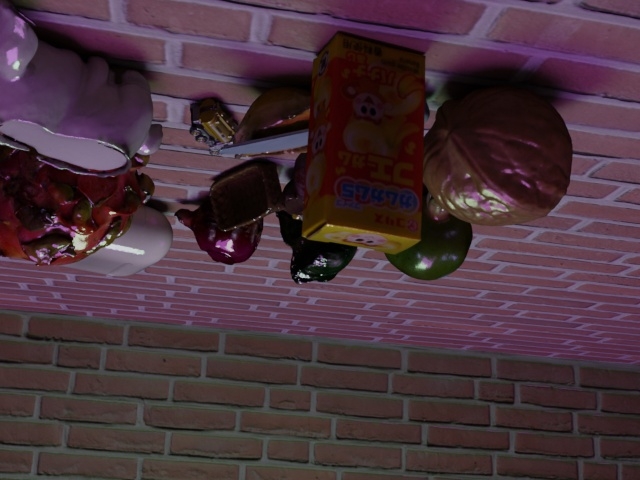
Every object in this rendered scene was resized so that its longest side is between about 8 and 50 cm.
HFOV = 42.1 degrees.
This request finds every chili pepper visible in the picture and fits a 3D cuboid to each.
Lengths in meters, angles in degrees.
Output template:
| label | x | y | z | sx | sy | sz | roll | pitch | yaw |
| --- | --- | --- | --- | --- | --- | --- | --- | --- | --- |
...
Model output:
| label | x | y | z | sx | sy | sz | roll | pitch | yaw |
| --- | --- | --- | --- | --- | --- | --- | --- | --- | --- |
| chili pepper | 0.001 | 0.008 | 1.694 | 0.148 | 0.116 | 0.264 | -10 | -157 | -10 |

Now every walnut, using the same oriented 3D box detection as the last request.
| label | x | y | z | sx | sy | sz | roll | pitch | yaw |
| --- | --- | --- | --- | --- | --- | --- | --- | --- | --- |
| walnut | 0.259 | -0.125 | 1.244 | 0.228 | 0.228 | 0.228 | 3 | 164 | 1 |

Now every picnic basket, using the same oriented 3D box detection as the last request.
| label | x | y | z | sx | sy | sz | roll | pitch | yaw |
| --- | --- | --- | --- | --- | --- | --- | --- | --- | --- |
| picnic basket | -0.143 | -0.085 | 1.633 | 0.055 | 0.110 | 0.193 | -12 | 177 | -42 |

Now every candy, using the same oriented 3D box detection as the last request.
| label | x | y | z | sx | sy | sz | roll | pitch | yaw |
| --- | --- | --- | --- | --- | --- | --- | --- | --- | --- |
| candy | 0.061 | -0.130 | 1.133 | 0.146 | 0.276 | 0.088 | 11 | 163 | -20 |

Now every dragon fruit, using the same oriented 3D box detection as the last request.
| label | x | y | z | sx | sy | sz | roll | pitch | yaw |
| --- | --- | --- | --- | --- | --- | --- | --- | --- | --- |
| dragon fruit | -0.425 | -0.093 | 1.440 | 0.291 | 0.250 | 0.269 | -33 | 169 | 20 |

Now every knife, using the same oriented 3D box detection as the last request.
| label | x | y | z | sx | sy | sz | roll | pitch | yaw |
| --- | --- | --- | --- | --- | --- | --- | --- | --- | --- |
| knife | 0.006 | -0.165 | 1.260 | 0.331 | 0.044 | 0.080 | -14 | 171 | -11 |

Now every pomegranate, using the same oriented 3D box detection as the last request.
| label | x | y | z | sx | sy | sz | roll | pitch | yaw |
| --- | --- | --- | --- | --- | --- | --- | --- | --- | --- |
| pomegranate | 0.222 | -0.028 | 1.666 | 0.187 | 0.187 | 0.225 | 5 | 139 | -7 |

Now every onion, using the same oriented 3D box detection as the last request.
| label | x | y | z | sx | sy | sz | roll | pitch | yaw |
| --- | --- | --- | --- | --- | --- | --- | --- | --- | --- |
| onion | -0.225 | -0.018 | 1.817 | 0.198 | 0.135 | 0.173 | 3 | 161 | 7 |

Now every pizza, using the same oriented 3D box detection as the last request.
| label | x | y | z | sx | sy | sz | roll | pitch | yaw |
| --- | --- | --- | --- | --- | --- | --- | --- | --- | --- |
| pizza | -0.034 | -0.205 | 1.270 | 0.188 | 0.080 | 0.204 | -14 | 164 | -32 |

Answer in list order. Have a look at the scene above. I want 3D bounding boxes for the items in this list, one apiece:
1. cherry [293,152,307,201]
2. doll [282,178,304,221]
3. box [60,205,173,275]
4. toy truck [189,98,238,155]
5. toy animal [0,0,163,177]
| label | x | y | z | sx | sy | sz | roll | pitch | yaw |
| --- | --- | --- | --- | --- | --- | --- | --- | --- | --- |
| cherry | 0.040 | -0.108 | 1.432 | 0.176 | 0.140 | 0.176 | 1 | 135 | 1 |
| doll | 0.012 | -0.083 | 1.634 | 0.188 | 0.096 | 0.145 | -1 | 174 | -21 |
| box | -0.526 | -0.017 | 1.868 | 0.349 | 0.141 | 0.289 | 13 | 160 | -29 |
| toy truck | -0.173 | -0.187 | 1.379 | 0.063 | 0.052 | 0.123 | -8 | 160 | 15 |
| toy animal | -0.378 | -0.206 | 1.184 | 0.208 | 0.154 | 0.325 | -11 | 155 | 22 |
